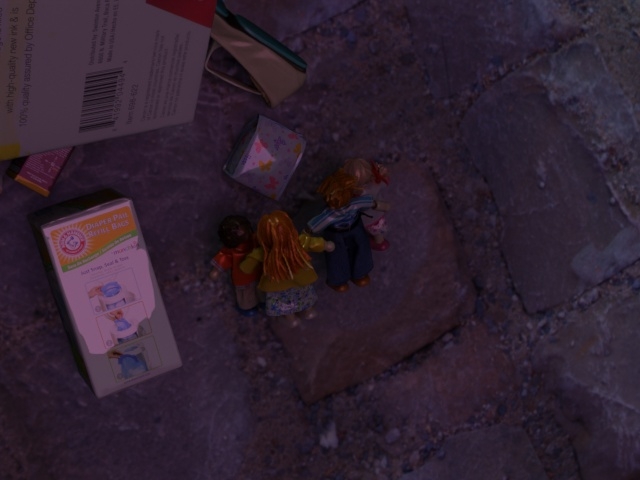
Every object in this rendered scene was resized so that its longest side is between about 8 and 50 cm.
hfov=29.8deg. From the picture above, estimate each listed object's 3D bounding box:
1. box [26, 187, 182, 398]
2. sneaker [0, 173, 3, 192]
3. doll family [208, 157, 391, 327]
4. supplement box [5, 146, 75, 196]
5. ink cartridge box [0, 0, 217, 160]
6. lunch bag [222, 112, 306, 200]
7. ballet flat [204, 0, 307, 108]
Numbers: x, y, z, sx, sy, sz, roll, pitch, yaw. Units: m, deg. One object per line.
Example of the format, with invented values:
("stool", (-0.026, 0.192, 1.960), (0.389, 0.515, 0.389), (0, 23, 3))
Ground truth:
("box", (-0.242, 0.054, 1.344), (0.103, 0.114, 0.203), (-20, 106, -18))
("sneaker", (-0.444, -0.085, 1.257), (0.215, 0.084, 0.083), (35, 118, -14))
("doll family", (0.000, 0.000, 1.410), (0.263, 0.118, 0.163), (-27, 132, -19))
("supplement box", (-0.305, -0.096, 1.325), (0.043, 0.055, 0.083), (30, 87, -26))
("ink cartridge box", (-0.304, -0.225, 1.147), (0.384, 0.160, 0.279), (-15, 146, -29))
("lunch bag", (-0.064, -0.101, 1.429), (0.071, 0.053, 0.083), (25, 100, -25))
("ballet flat", (-0.122, -0.239, 1.371), (0.248, 0.086, 0.086), (38, 83, -25))
